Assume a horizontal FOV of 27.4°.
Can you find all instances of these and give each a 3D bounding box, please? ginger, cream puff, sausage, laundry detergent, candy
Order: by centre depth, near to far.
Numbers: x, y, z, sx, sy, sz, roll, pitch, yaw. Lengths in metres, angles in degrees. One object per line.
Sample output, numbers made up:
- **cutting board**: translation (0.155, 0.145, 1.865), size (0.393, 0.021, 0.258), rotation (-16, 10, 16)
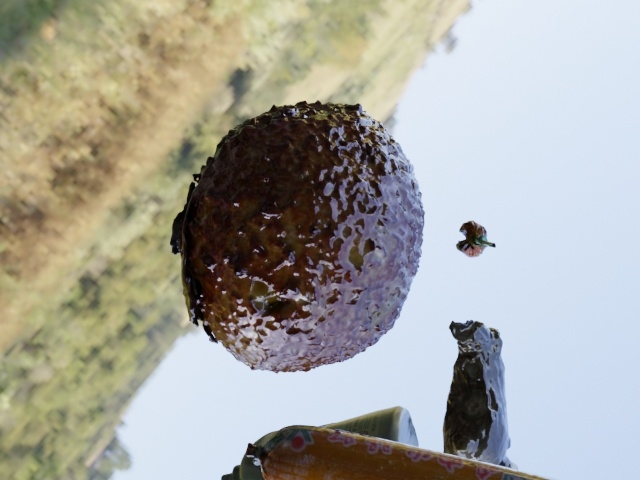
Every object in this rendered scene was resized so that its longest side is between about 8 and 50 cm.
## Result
- **sausage**: translation (0.122, 0.172, 0.832), size (0.053, 0.347, 0.053), rotation (-166, -90, -89)
- **ginger**: translation (0.162, 0.223, 1.256), size (0.084, 0.290, 0.122), rotation (-6, 167, 15)
- **cream puff**: translation (0.001, -0.005, 1.514), size (0.228, 0.350, 0.350), rotation (2, -139, 31)
- **laundry detergent**: translation (-0.006, 0.289, 1.689), size (0.253, 0.091, 0.181), rotation (-13, -160, 15)
- **candy**: translation (0.228, 0.002, 1.863), size (0.049, 0.056, 0.184), rotation (-13, -176, -4)
